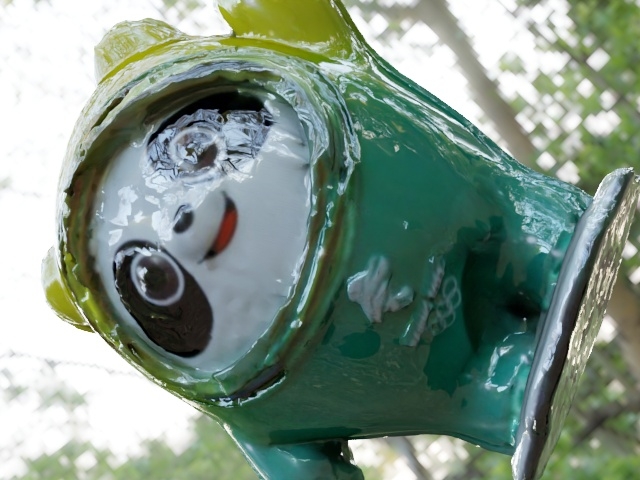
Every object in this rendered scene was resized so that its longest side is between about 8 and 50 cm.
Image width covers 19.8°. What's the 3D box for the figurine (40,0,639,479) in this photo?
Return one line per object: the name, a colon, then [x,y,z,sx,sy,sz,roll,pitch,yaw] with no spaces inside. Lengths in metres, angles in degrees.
figurine: [0.000,0.000,1.097,0.231,0.340,0.323,-9,-62,-76]
